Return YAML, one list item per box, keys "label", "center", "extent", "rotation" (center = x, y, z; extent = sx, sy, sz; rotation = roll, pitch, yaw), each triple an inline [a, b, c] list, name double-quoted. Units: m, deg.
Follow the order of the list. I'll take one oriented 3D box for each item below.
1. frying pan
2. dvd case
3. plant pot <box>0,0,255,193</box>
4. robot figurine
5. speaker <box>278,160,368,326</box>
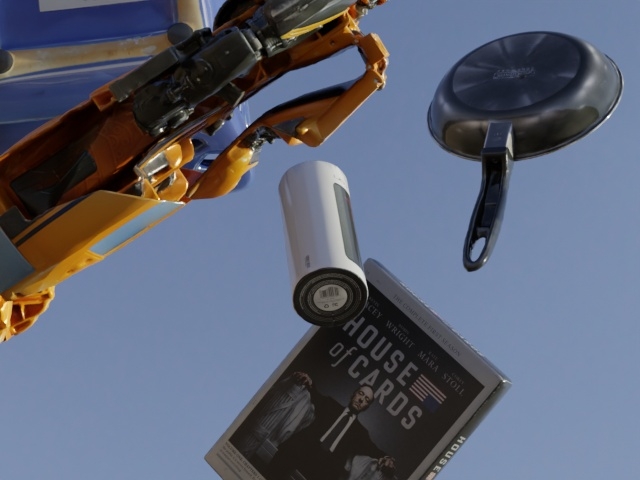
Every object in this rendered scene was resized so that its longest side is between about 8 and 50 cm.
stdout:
- label: "frying pan"
  center: [0.158, -0.107, 1.658]
  extent: [0.197, 0.326, 0.053]
  rotation: [16, -41, 39]
- label: "dvd case"
  center: [0.029, 0.159, 1.506]
  extent: [0.179, 0.238, 0.029]
  rotation: [42, 7, 31]
- label: "plant pot"
  center: [-0.176, -0.165, 1.314]
  extent: [0.236, 0.236, 0.212]
  rotation: [-7, -18, -7]
- label: "robot figurine"
  center: [-0.078, -0.049, 0.877]
  extent: [0.291, 0.211, 0.085]
  rotation: [-33, -86, 7]
- label: "speaker"
  center: [0.000, 0.000, 1.251]
  extent: [0.055, 0.136, 0.055]
  rotation: [-3, -54, -4]
